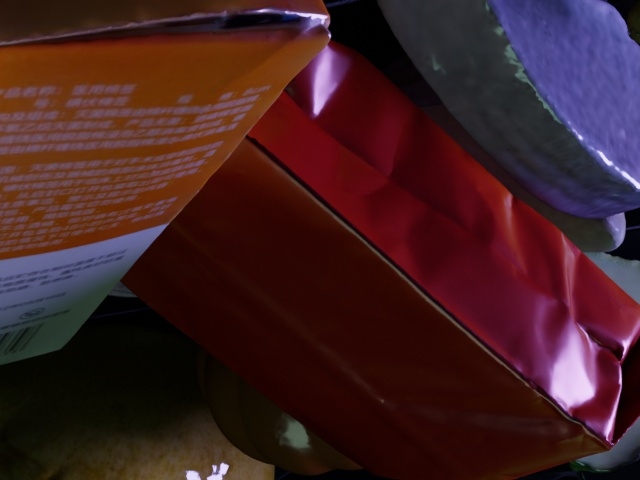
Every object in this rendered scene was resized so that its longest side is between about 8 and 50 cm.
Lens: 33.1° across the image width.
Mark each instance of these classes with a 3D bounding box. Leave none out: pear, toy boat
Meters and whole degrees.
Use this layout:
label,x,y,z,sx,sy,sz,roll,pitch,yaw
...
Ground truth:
label,x,y,z,sx,sy,sz,roll,pitch,yaw
pear,-0.194,0.228,1.024,0.314,0.314,0.314,-1,151,-1
toy boat,0.100,-0.064,0.711,0.276,0.111,0.293,22,153,-22

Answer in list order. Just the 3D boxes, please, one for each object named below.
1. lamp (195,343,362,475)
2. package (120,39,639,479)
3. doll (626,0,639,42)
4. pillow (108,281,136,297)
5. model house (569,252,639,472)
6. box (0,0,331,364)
label,x,y,z,sx,sy,sz,roll,pitch,yaw
lamp,0.009,0.083,0.854,0.223,0.223,0.197,-11,120,17
package,0.001,0.000,0.632,0.423,0.123,0.196,42,139,-14
doll,0.210,-0.170,0.524,0.137,0.097,0.209,-4,146,17
pillow,-0.179,-0.015,0.731,0.217,0.130,0.033,-3,-157,-42
model house,0.203,0.126,0.978,0.214,0.195,0.189,4,159,-6
box,-0.165,-0.090,0.485,0.143,0.225,0.341,-13,162,-38
